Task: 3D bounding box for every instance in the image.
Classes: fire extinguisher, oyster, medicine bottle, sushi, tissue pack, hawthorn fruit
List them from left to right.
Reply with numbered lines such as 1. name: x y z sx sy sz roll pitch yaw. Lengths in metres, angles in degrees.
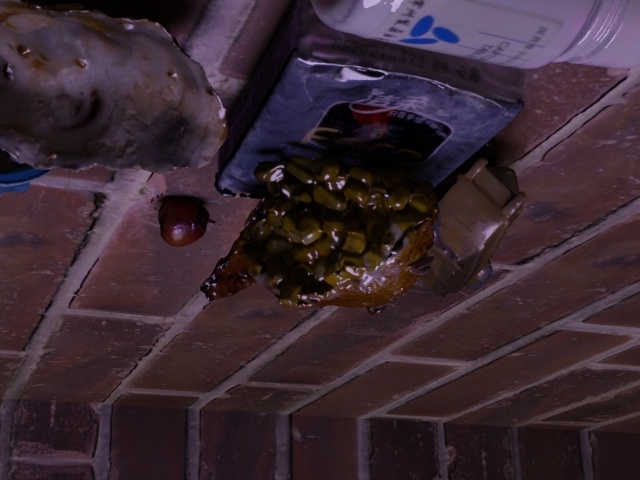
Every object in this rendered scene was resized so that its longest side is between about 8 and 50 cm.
1. oyster: -0.287 -0.184 1.159 0.396 0.111 0.204 8 130 14
2. hawthorn fruit: -0.202 -0.028 1.657 0.077 0.077 0.077 -1 160 0
3. sushi: 0.003 -0.002 1.299 0.296 0.167 0.179 2 175 39
4. tissue pack: 0.043 -0.143 1.280 0.259 0.122 0.361 9 160 -17
5. fire extinguisher: 0.209 -0.112 1.499 0.046 0.032 0.100 -14 153 3
6. medicine bottle: 0.148 -0.236 0.955 0.292 0.170 0.170 6 159 -22

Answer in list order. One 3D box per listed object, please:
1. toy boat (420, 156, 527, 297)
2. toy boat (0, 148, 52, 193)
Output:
1. toy boat: 0.203 -0.019 1.526 0.162 0.136 0.445 -45 173 -6
2. toy boat: -0.429 -0.120 1.365 0.237 0.109 0.098 14 121 -37
